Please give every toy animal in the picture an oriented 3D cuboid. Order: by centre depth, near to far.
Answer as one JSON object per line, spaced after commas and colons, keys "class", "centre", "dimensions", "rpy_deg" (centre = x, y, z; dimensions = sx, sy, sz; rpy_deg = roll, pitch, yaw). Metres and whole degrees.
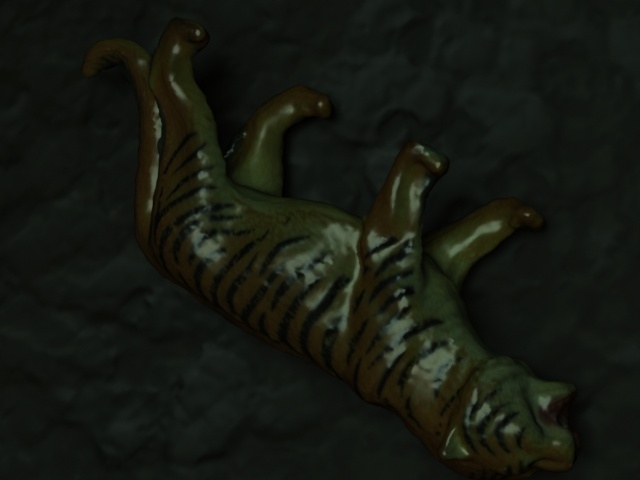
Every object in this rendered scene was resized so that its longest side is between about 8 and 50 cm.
{"class": "toy animal", "centre": [0.000, 0.000, 0.706], "dimensions": [0.241, 0.057, 0.099], "rpy_deg": [29, 91, 17]}
